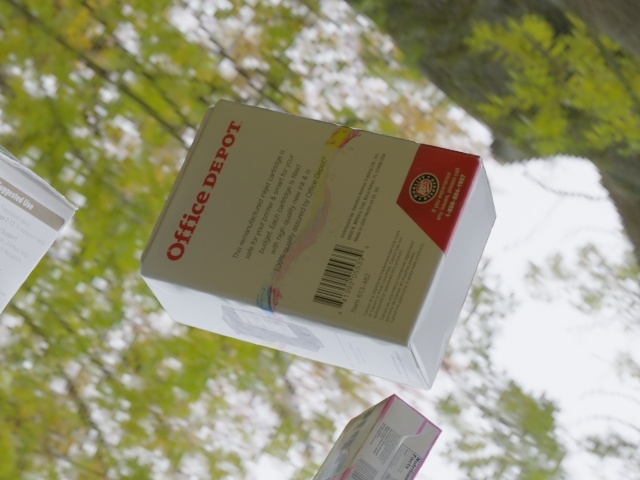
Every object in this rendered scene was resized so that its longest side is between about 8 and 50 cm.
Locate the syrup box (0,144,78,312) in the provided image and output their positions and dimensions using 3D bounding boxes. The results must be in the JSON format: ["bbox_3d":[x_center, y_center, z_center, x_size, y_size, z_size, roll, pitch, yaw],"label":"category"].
[{"bbox_3d":[-0.259,0.037,1.022,0.093,0.096,0.237,36,-91,34],"label":"syrup box"}]

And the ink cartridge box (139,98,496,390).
[{"bbox_3d":[0.000,0.000,1.060,0.175,0.072,0.127,14,-113,21],"label":"ink cartridge box"}]

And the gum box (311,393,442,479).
[{"bbox_3d":[0.032,0.237,1.679,0.188,0.062,0.107,-56,-171,-28],"label":"gum box"}]
